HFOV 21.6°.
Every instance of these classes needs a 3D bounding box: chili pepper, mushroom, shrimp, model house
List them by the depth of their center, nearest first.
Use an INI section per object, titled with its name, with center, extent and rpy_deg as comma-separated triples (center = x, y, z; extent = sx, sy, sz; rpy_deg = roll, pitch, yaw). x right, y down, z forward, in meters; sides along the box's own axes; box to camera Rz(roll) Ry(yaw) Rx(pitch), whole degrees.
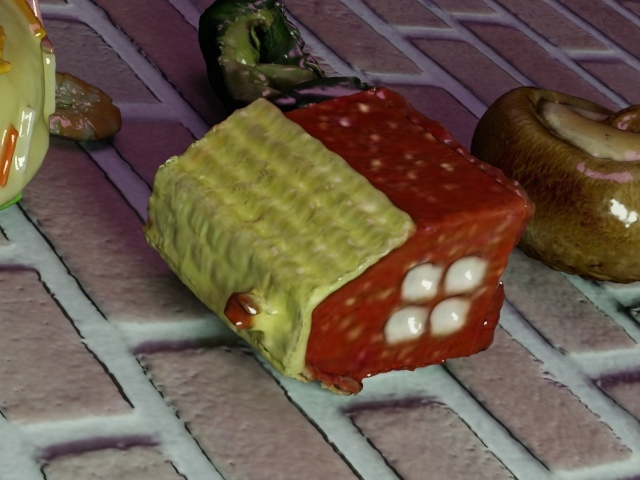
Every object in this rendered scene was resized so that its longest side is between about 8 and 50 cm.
[model house]
center = 0.000, 0.000, 1.247
extent = 0.254, 0.160, 0.196
rpy_deg = -11, 40, -43
[shrimp]
center = -0.258, -0.130, 1.441
extent = 0.184, 0.043, 0.091
rpy_deg = 20, 30, -2
[mushroom]
center = 0.256, -0.049, 1.514
extent = 0.253, 0.153, 0.253
rpy_deg = 12, 20, -4
[chili pepper]
center = -0.039, -0.143, 1.563
extent = 0.148, 0.116, 0.264
rpy_deg = -4, 33, -19

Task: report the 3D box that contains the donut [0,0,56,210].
[donut]
center = -0.364, -0.124, 1.229
extent = 0.371, 0.150, 0.307
rpy_deg = -3, 39, -34
